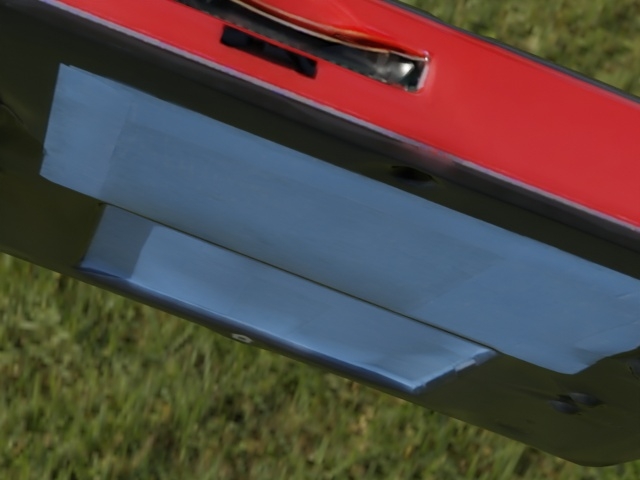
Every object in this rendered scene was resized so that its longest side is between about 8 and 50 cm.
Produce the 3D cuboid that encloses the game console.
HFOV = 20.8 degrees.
[{"bbox_3d":[0.000,0.000,0.690,0.386,0.342,0.060,21,69,-7],"label":"game console"}]
